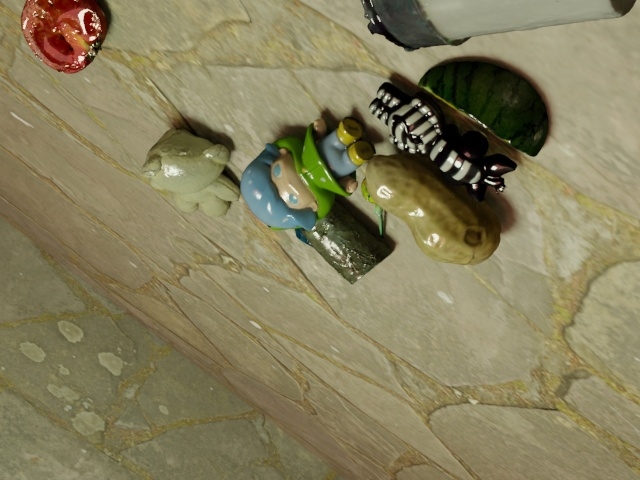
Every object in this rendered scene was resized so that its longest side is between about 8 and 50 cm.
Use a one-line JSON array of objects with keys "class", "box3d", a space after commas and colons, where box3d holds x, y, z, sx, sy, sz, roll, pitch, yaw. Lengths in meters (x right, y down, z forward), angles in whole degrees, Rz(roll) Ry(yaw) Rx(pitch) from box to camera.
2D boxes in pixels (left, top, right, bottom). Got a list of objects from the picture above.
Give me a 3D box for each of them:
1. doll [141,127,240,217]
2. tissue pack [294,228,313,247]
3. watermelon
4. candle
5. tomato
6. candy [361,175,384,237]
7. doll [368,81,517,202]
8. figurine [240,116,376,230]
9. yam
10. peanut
[{"class": "doll", "box3d": [-0.272, -0.137, 1.210, 0.278, 0.175, 0.150, 97, 152, -67]}, {"class": "tissue pack", "box3d": [0.000, 0.000, 1.198, 0.138, 0.028, 0.085, 29, 151, 18]}, {"class": "watermelon", "box3d": [0.203, -0.157, 0.708, 0.181, 0.075, 0.092, 34, 155, 0]}, {"class": "candle", "box3d": [0.190, -0.263, 0.455, 0.330, 0.187, 0.187, 7, 140, 40]}, {"class": "tomato", "box3d": [-0.446, -0.390, 1.029, 0.139, 0.091, 0.159, 33, 125, -15]}, {"class": "candy", "box3d": [0.105, -0.054, 0.999, 0.194, 0.058, 0.062, 74, 174, -59]}, {"class": "doll", "box3d": [0.165, -0.137, 0.788, 0.219, 0.067, 0.091, 38, 141, 6]}, {"class": "figurine", "box3d": [-0.024, -0.108, 0.958, 0.263, 0.143, 0.162, -27, 98, 39]}, {"class": "yam", "box3d": [0.042, 0.000, 1.076, 0.183, 0.107, 0.107, 44, 150, -8]}, {"class": "peanut", "box3d": [0.166, -0.047, 0.861, 0.236, 0.120, 0.110, 34, -170, -9]}]
